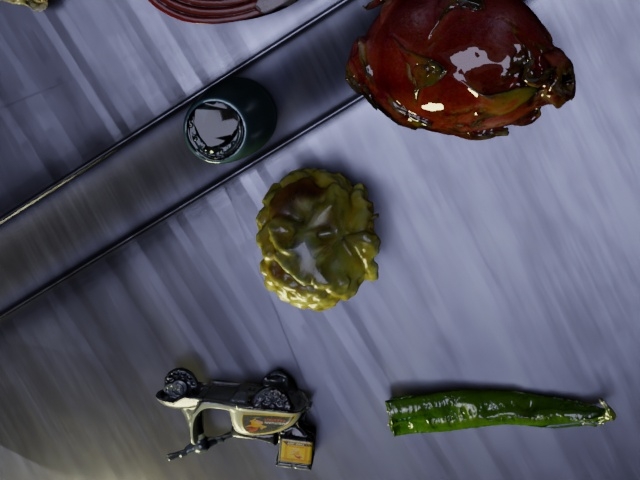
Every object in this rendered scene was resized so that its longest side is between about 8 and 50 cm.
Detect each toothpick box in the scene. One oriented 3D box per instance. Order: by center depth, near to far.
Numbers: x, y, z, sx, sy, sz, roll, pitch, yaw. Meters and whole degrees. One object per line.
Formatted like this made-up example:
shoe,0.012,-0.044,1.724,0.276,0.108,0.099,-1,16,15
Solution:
toothpick box,-0.137,-0.176,1.766,0.120,0.184,0.120,2,103,8

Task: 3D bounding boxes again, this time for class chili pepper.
chili pepper,0.280,0.267,1.868,0.359,0.076,0.085,-5,130,13

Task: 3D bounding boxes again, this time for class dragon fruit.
dragon fruit,0.195,-0.256,1.669,0.315,0.250,0.250,9,109,49

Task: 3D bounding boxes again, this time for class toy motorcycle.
toy motorcycle,-0.139,0.286,1.928,0.263,0.091,0.157,5,109,5

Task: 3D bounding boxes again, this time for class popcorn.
popcorn,-0.001,-0.003,1.795,0.189,0.169,0.218,-9,84,4

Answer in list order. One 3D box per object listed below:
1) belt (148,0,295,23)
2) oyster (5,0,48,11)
belt,-0.114,-0.439,1.735,0.323,0.115,0.227,-15,102,11
oyster,-0.473,-0.414,1.829,0.165,0.053,0.108,18,95,11
